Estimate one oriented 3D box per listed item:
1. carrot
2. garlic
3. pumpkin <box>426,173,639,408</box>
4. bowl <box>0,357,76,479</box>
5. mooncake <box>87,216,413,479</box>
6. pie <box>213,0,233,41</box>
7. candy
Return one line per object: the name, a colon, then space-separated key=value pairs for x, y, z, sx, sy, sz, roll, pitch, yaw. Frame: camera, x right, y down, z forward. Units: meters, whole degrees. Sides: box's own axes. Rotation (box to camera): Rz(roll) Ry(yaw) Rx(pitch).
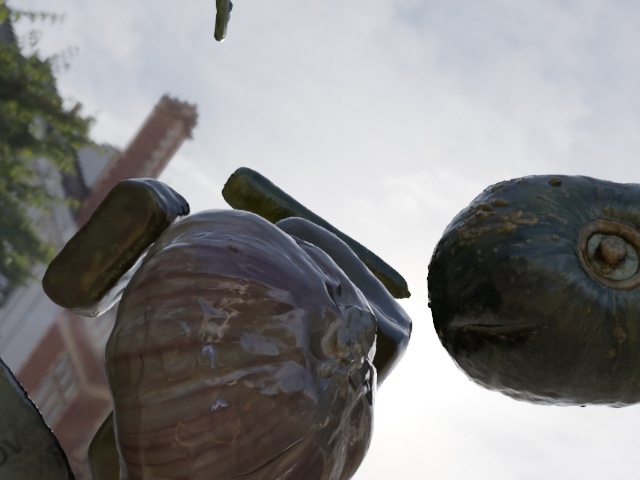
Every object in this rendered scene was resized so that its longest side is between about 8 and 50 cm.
carrot: x=0.000 y=0.000 z=1.860 sx=0.358 sy=0.074 sz=0.074 roll=33 pitch=-33 yaw=-15
garlic: x=-0.065 y=0.132 z=1.117 sx=0.259 sy=0.317 sz=0.317 roll=-25 pitch=-60 yaw=31
pumpkin: x=0.289 y=0.052 z=1.368 sx=0.328 sy=0.291 sz=0.257 roll=15 pitch=-33 yaw=2
bowl: x=-0.410 y=0.229 z=1.152 sx=0.354 sy=0.185 sz=0.354 roll=30 pitch=-42 yaw=31
mooncake: x=-0.096 y=0.204 z=1.553 sx=0.262 sy=0.467 sz=0.467 roll=42 pitch=-33 yaw=3
pie: x=-0.113 y=-0.273 z=1.366 sx=0.021 sy=0.084 sz=0.084 roll=4 pitch=-35 yaw=-2
candy: x=-0.296 y=0.010 z=1.693 sx=0.102 sy=0.104 sz=0.234 roll=45 pitch=-75 yaw=12
